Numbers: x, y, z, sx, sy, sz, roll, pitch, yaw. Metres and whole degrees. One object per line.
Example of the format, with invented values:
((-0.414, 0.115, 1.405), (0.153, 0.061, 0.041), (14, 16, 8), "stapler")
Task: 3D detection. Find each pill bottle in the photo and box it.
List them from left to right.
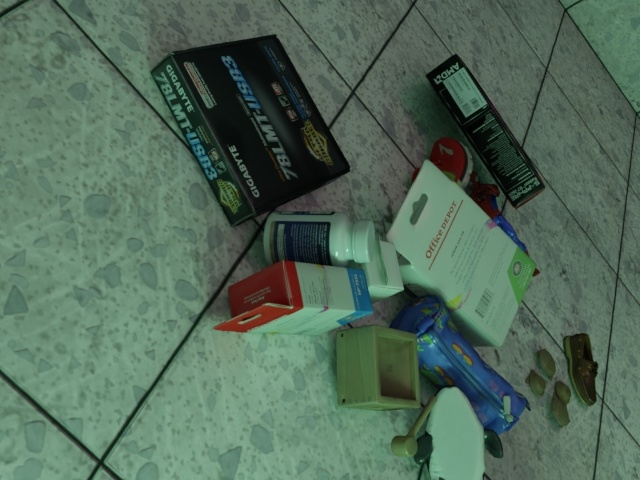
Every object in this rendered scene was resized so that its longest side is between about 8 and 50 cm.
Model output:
((0.000, 0.000, 1.307), (0.094, 0.169, 0.094), (1, 90, -75), "pill bottle")

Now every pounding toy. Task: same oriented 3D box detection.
((0.112, 0.261, 1.362), (0.181, 0.094, 0.206), (18, 65, -47), "pounding toy")

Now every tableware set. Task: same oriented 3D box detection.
((0.527, 0.336, 1.831), (0.169, 0.020, 0.141), (57, 37, -5), "tableware set")

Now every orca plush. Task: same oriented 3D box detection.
((0.252, 0.404, 1.415), (0.102, 0.151, 0.287), (84, -19, -74), "orca plush")

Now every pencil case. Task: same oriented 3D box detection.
((0.261, 0.243, 1.503), (0.119, 0.133, 0.306), (-45, 105, -12), "pencil case")

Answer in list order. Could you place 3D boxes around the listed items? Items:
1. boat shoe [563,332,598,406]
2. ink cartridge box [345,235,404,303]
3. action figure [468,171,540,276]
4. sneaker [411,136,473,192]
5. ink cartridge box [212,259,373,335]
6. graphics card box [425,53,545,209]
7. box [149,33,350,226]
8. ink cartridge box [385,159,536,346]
((0.636, 0.307, 1.934), (0.064, 0.060, 0.178), (18, 56, -41), "boat shoe")
((0.070, 0.058, 1.384), (0.089, 0.143, 0.092), (10, 62, -45), "ink cartridge box")
((0.402, -0.029, 1.838), (0.281, 0.091, 0.139), (63, 22, 2), "action figure")
((0.253, -0.135, 1.738), (0.118, 0.107, 0.279), (33, 46, -24), "sneaker")
((-0.046, 0.091, 1.244), (0.231, 0.134, 0.078), (10, 62, -46), "ink cartridge box")
((0.391, -0.261, 1.894), (0.371, 0.094, 0.233), (55, 16, -1), "graphics card box")
((-0.112, -0.202, 1.398), (0.293, 0.073, 0.296), (-27, 89, -52), "box")
((0.245, 0.030, 1.571), (0.353, 0.119, 0.207), (41, 64, -25), "ink cartridge box")
